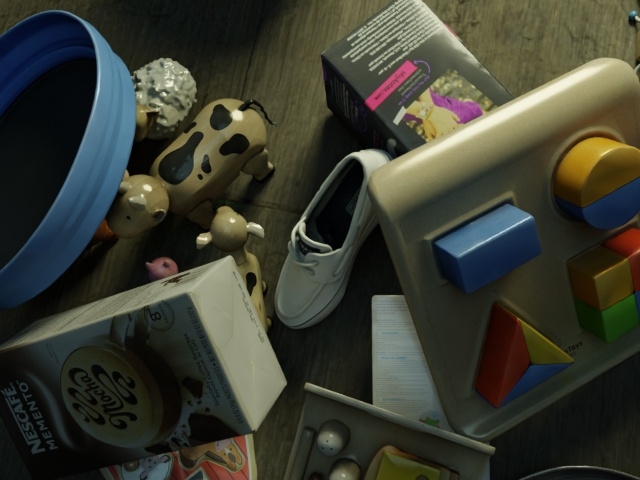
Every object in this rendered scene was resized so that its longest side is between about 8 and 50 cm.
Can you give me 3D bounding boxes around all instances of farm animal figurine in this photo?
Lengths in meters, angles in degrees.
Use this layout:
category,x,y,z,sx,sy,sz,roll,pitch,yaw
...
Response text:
category,x,y,z,sx,sy,sz,roll,pitch,yaw
farm animal figurine,-0.164,-0.044,0.945,0.330,0.172,0.326,28,81,11

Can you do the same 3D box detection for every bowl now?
category,x,y,z,sx,sy,sz,roll,pitch,yaw
bowl,-0.378,-0.096,0.943,0.391,0.077,0.391,-16,61,31

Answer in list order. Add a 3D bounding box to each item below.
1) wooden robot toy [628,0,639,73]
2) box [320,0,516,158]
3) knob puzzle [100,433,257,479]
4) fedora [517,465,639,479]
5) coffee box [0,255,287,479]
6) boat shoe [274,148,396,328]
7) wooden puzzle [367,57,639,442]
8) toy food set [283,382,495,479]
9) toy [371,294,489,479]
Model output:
category,x,y,z,sx,sy,sz,roll,pitch,yaw
wooden robot toy,0.446,-0.274,0.983,0.076,0.079,0.173,5,78,7
box,0.139,-0.141,0.939,0.143,0.165,0.270,-37,76,-5
knob puzzle,-0.164,0.292,0.939,0.213,0.030,0.213,-1,77,5
fedora,0.296,0.372,0.814,0.275,0.124,0.243,-3,81,1
coffee box,-0.213,0.149,0.860,0.297,0.119,0.168,-19,101,21
boat shoe,0.000,0.000,0.913,0.095,0.084,0.258,38,113,29
wooden puzzle,0.248,0.024,0.823,0.322,0.080,0.348,-27,113,-11
toy food set,0.047,0.334,0.847,0.220,0.092,0.306,17,95,10
toy,0.130,0.186,0.920,0.137,0.056,0.237,0,82,2
